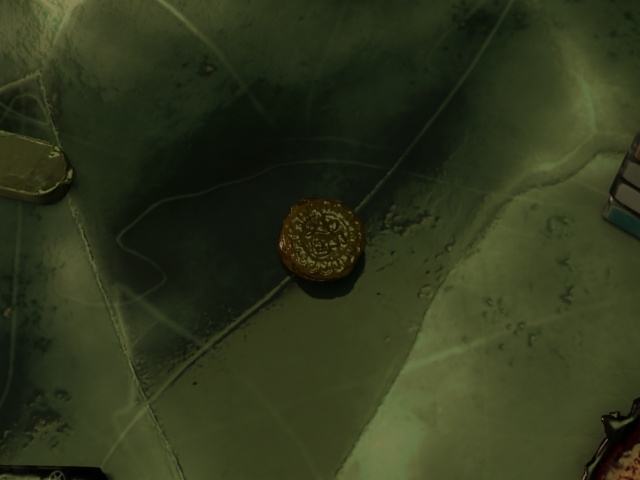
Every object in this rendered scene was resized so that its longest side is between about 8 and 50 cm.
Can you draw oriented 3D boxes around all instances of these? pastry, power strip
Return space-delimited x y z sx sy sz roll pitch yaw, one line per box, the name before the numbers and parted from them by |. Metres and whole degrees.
pastry | 0.000 0.000 1.471 0.097 0.057 0.109 -28 75 -12
power strip | -0.424 -0.104 1.525 0.286 0.048 0.080 13 75 6

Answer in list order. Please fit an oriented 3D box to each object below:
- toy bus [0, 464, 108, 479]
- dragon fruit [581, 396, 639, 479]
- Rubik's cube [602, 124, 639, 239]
toy bus | -0.318 0.280 1.393 0.172 0.057 0.072 1 81 3
dragon fruit | 0.412 0.269 1.326 0.344 0.100 0.282 -25 89 3
Rubik's cube | 0.488 -0.099 1.379 0.259 0.253 0.256 34 77 10
